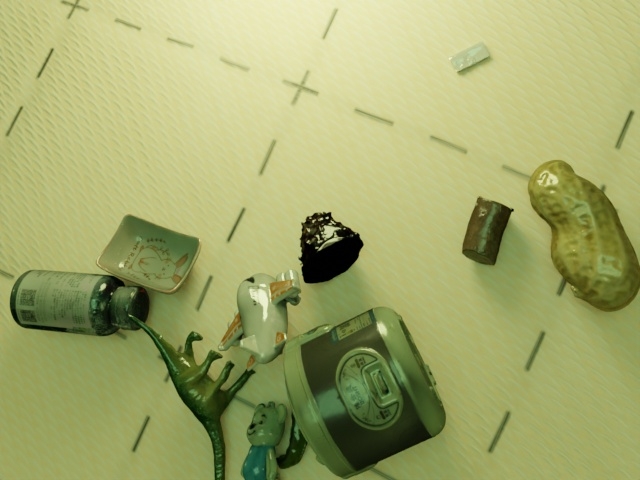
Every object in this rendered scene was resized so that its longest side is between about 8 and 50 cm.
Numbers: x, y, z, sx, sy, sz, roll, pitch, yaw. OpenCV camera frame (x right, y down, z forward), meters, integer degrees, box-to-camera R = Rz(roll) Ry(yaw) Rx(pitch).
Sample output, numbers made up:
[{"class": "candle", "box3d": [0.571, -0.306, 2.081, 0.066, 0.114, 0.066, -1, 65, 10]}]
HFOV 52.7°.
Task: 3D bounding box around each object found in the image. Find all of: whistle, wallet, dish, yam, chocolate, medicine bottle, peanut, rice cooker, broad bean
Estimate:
[{"class": "whistle", "box3d": [-0.127, 0.453, 1.346, 0.114, 0.077, 0.235, -13, 58, 45]}, {"class": "wallet", "box3d": [0.337, -0.416, 1.465, 0.083, 0.011, 0.044, -25, 76, 6]}, {"class": "dish", "box3d": [-0.387, 0.042, 1.492, 0.212, 0.077, 0.151, 18, 64, 15]}, {"class": "yam", "box3d": [0.347, -0.020, 1.355, 0.084, 0.084, 0.127, 19, 81, 15]}, {"class": "chocolate", "box3d": [0.000, 0.000, 1.408, 0.156, 0.156, 0.133, -37, 59, 4]}, {"class": "medicine bottle", "box3d": [-0.547, 0.145, 1.485, 0.293, 0.141, 0.141, 3, 80, 13]}, {"class": "peanut", "box3d": [0.521, -0.013, 1.287, 0.153, 0.140, 0.325, -32, 72, 22]}, {"class": "rice cooker", "box3d": [0.075, 0.289, 1.255, 0.277, 0.288, 0.288, -25, 75, 7]}, {"class": "broad bean", "box3d": [-0.046, 0.403, 1.378, 0.061, 0.046, 0.195, 23, 87, 25]}]

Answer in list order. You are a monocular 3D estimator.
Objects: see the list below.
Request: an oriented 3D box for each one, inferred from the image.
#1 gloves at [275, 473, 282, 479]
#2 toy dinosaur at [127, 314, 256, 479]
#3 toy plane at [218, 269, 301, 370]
[{"class": "gloves", "box3d": [-0.117, 0.509, 1.380, 0.081, 0.044, 0.037, 1, 118, 30]}, {"class": "toy dinosaur", "box3d": [-0.287, 0.374, 1.407, 0.447, 0.087, 0.301, 32, 91, 4]}, {"class": "toy plane", "box3d": [-0.129, 0.160, 1.367, 0.245, 0.117, 0.244, -34, 39, 33]}]
